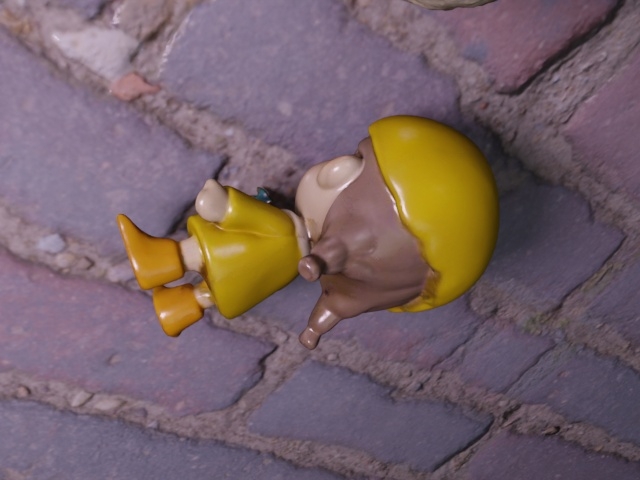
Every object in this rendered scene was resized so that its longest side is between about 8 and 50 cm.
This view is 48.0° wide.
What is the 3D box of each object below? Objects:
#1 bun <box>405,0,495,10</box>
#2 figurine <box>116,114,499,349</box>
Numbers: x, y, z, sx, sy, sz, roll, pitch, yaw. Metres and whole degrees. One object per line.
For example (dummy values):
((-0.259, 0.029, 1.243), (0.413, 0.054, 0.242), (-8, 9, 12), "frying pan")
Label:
((0.053, -0.317, 0.389), (0.352, 0.227, 0.349), (-23, 135, -7), "bun")
((0.000, 0.000, 0.688), (0.344, 0.187, 0.215), (-16, 158, -5), "figurine")
